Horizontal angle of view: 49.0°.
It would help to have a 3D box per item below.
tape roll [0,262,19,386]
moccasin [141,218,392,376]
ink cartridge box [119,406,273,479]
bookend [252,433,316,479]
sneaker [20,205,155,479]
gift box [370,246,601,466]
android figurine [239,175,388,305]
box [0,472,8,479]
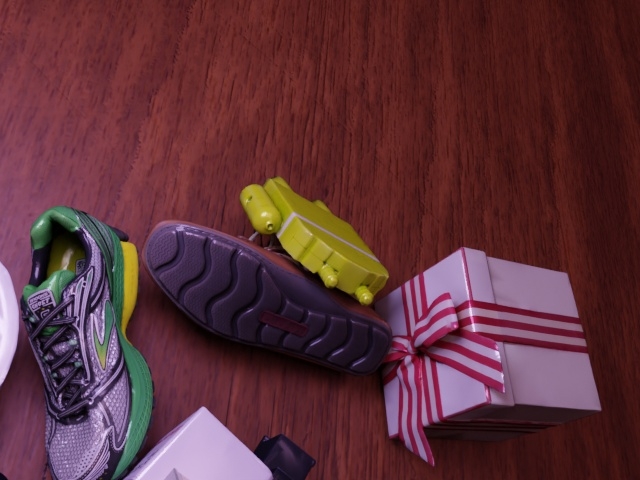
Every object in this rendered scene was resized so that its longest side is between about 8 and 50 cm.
[{"bbox_3d":[-0.480,0.102,0.750,0.286,0.100,0.286,13,60,-25],"label":"tape roll"},{"bbox_3d":[-0.071,0.069,0.986,0.380,0.147,0.139,20,102,-25],"label":"moccasin"},{"bbox_3d":[-0.201,0.326,0.735,0.115,0.198,0.273,46,51,-1],"label":"ink cartridge box"},{"bbox_3d":[-0.052,0.308,0.859,0.072,0.156,0.157,41,51,-6],"label":"bookend"},{"bbox_3d":[-0.289,0.120,0.805,0.146,0.134,0.344,47,26,-61],"label":"sneaker"},{"bbox_3d":[0.234,0.180,1.036,0.258,0.255,0.276,12,54,-27],"label":"gift box"},{"bbox_3d":[0.000,0.000,1.017,0.248,0.056,0.273,28,17,-33],"label":"android figurine"},{"bbox_3d":[-0.369,0.305,0.624,0.108,0.153,0.207,48,67,-33],"label":"box"}]
